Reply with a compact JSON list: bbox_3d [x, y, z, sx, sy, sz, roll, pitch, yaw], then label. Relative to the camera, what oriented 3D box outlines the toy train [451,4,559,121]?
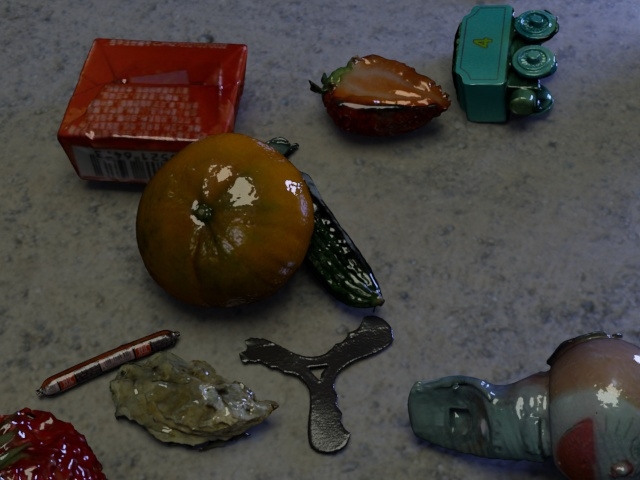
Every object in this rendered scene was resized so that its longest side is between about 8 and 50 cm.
[{"bbox_3d":[0.276,-0.265,1.906,0.154,0.107,0.198,2,53,13],"label":"toy train"}]

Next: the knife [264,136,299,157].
[{"bbox_3d":[-0.138,-0.058,1.814,0.044,0.026,0.296,37,62,13],"label":"knife"}]

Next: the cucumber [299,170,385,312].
[{"bbox_3d":[0.000,0.001,1.736,0.077,0.077,0.265,-23,57,-14],"label":"cucumber"}]

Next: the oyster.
[{"bbox_3d":[-0.170,0.195,1.600,0.209,0.072,0.133,33,58,26],"label":"oyster"}]

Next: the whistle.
[{"bbox_3d":[0.271,0.214,1.510,0.348,0.189,0.189,-4,52,13],"label":"whistle"}]

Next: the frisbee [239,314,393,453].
[{"bbox_3d":[-0.014,0.162,1.654,0.187,0.012,0.211,20,57,18],"label":"frisbee"}]

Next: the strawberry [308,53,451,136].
[{"bbox_3d":[0.083,-0.203,1.877,0.192,0.085,0.140,-8,45,-11],"label":"strawberry"}]

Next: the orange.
[{"bbox_3d":[-0.128,-0.024,1.670,0.240,0.171,0.240,-1,87,18],"label":"orange"}]

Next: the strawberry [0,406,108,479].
[{"bbox_3d":[-0.345,0.327,1.437,0.261,0.257,0.261,-20,31,13],"label":"strawberry"}]

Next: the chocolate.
[{"bbox_3d":[-0.232,-0.184,1.848,0.237,0.108,0.235,2,46,5],"label":"chocolate"}]

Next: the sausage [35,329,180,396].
[{"bbox_3d":[-0.274,0.158,1.659,0.198,0.025,0.028,-23,87,-14],"label":"sausage"}]
